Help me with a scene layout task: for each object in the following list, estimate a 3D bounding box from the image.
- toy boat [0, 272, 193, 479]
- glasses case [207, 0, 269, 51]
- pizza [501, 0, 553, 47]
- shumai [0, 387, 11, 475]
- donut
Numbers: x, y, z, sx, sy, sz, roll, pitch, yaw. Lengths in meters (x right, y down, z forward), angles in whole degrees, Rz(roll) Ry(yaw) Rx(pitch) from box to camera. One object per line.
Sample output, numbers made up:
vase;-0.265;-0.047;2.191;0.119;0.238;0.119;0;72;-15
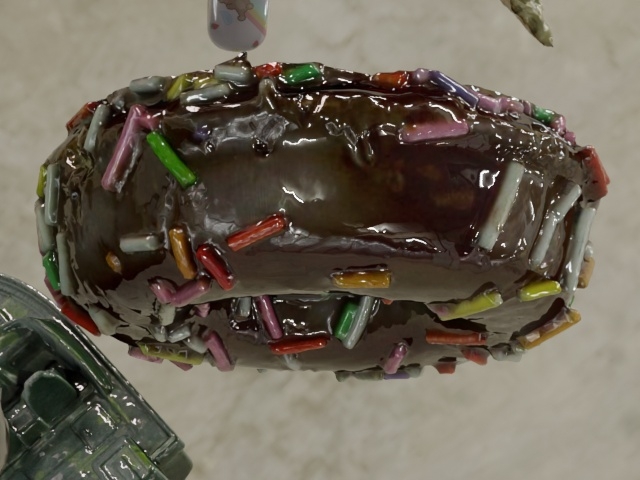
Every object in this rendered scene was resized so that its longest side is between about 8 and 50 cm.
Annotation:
toy boat;-0.216;0.111;1.257;0.141;0.092;0.319;-42;48;-8
glasses case;-0.042;-0.139;0.938;0.032;0.021;0.083;2;103;-9
pizza;0.134;-0.263;1.561;0.181;0.034;0.262;50;7;-40
shumai;-0.363;0.081;0.776;0.395;0.395;0.348;-33;89;-38
donut;0.000;0.000;0.833;0.269;0.269;0.103;6;74;-25
